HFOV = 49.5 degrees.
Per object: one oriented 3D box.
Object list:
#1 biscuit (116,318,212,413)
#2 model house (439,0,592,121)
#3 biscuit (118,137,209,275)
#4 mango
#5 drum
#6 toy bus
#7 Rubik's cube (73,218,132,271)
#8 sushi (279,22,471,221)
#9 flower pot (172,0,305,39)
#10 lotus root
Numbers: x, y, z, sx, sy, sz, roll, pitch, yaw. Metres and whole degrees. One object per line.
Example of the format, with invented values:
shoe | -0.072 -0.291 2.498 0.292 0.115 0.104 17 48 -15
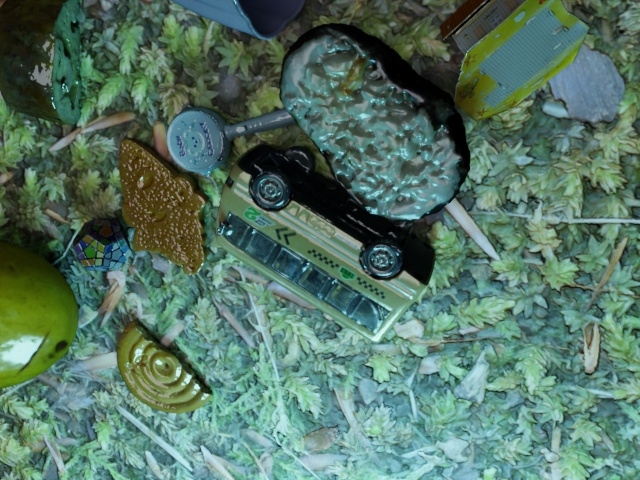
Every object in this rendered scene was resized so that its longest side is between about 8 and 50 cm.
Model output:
biscuit | -0.336 0.273 1.408 0.144 0.033 0.224 -42 92 20
model house | 0.264 -0.312 1.053 0.219 0.207 0.135 -40 59 28
biscuit | -0.296 -0.062 1.294 0.183 0.043 0.280 -27 94 16
mango | -0.681 0.132 1.276 0.445 0.220 0.301 14 108 -30
drum | -0.149 -0.174 1.220 0.254 0.049 0.129 4 107 13
toy bus | 0.000 0.000 1.171 0.366 0.177 0.201 32 117 1
Rubik's cube | -0.413 0.010 1.315 0.093 0.111 0.111 26 113 35
sushi | 0.089 -0.191 1.095 0.350 0.171 0.211 43 114 -1
flower pot | -0.160 -0.456 1.050 0.243 0.265 0.264 17 110 22
lotus root | -0.493 -0.324 1.225 0.119 0.138 0.234 6 102 2
